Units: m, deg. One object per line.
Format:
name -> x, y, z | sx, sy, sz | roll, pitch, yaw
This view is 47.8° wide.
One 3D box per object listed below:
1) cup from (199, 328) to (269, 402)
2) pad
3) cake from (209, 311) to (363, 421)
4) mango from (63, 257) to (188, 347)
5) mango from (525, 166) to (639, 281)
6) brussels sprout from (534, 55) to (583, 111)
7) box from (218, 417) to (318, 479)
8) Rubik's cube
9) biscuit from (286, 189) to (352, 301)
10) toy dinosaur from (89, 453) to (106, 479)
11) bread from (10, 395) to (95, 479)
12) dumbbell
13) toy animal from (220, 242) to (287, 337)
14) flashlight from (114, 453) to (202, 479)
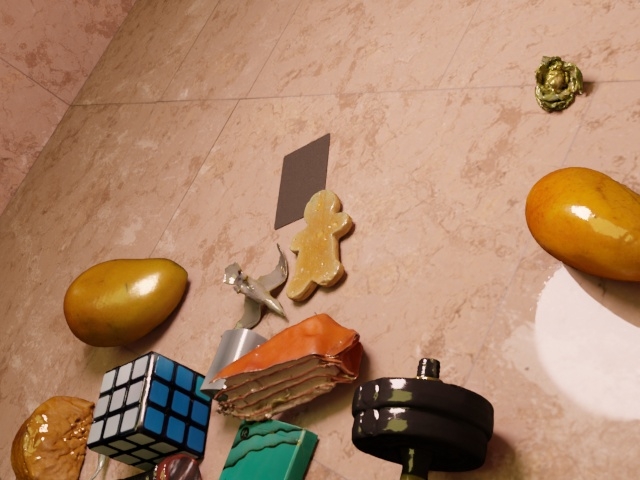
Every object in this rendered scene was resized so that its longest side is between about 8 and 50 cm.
cup -> -0.158, 0.239, 1.321 | 0.128, 0.095, 0.129 | -12, 50, 45
pad -> -0.039, -0.129, 1.561 | 0.143, 0.003, 0.211 | -23, 46, 35
cake -> -0.056, 0.212, 1.202 | 0.287, 0.098, 0.135 | -25, 30, 15
mango -> -0.451, 0.136, 1.665 | 0.317, 0.173, 0.211 | -17, 42, 23
mango -> 0.359, -0.015, 0.925 | 0.126, 0.154, 0.252 | -56, 22, 9
brussels sprout -> 0.379, -0.249, 1.163 | 0.085, 0.058, 0.085 | -2, 85, 23
box -> -0.105, 0.403, 1.171 | 0.161, 0.042, 0.226 | 0, 61, 47
Rubik's cube -> -0.316, 0.326, 1.364 | 0.163, 0.162, 0.160 | -26, 44, 33
biscuit -> 0.000, 0.000, 1.390 | 0.153, 0.030, 0.234 | -25, 45, 32
toy dinosaur -> -0.437, 0.391, 1.535 | 0.167, 0.053, 0.242 | 10, 69, 52
bread -> -0.606, 0.457, 1.605 | 0.143, 0.139, 0.229 | -35, 38, 35
dumbbell -> 0.109, 0.328, 0.881 | 0.185, 0.185, 0.388 | -15, 51, 40
toy animal -> -0.128, 0.107, 1.394 | 0.219, 0.095, 0.155 | -56, 32, -2
flashlight -> -0.319, 0.456, 1.331 | 0.232, 0.093, 0.093 | -27, 44, 37
